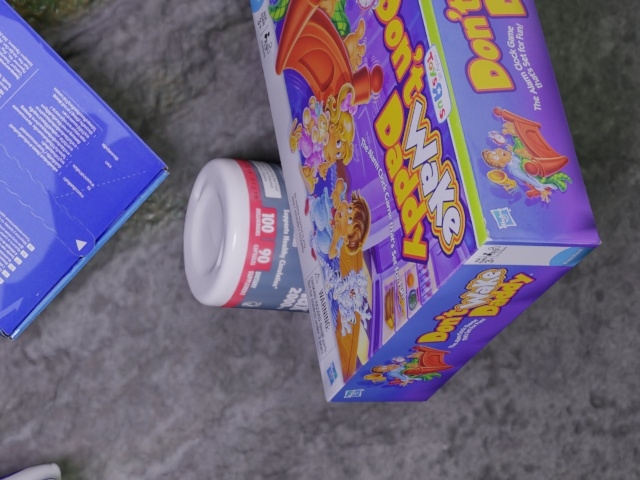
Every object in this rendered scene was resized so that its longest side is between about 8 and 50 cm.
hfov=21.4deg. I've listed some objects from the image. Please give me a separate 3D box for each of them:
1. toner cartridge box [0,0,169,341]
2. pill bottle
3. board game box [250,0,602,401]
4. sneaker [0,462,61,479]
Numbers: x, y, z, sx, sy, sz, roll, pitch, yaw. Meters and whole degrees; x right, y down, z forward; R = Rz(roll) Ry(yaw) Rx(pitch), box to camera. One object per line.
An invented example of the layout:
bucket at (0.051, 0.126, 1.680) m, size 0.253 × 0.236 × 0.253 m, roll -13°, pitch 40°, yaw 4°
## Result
toner cartridge box at (-0.281, -0.110, 1.128) m, size 0.165 × 0.075 × 0.348 m, roll -47°, pitch 109°, yaw -12°
pill bottle at (0.000, 0.000, 1.237) m, size 0.180 × 0.108 × 0.108 m, roll 4°, pitch 92°, yaw -23°
board game box at (0.052, -0.098, 1.105) m, size 0.078 × 0.233 × 0.347 m, roll 2°, pitch 61°, yaw -25°
sneaker at (-0.294, 0.193, 1.134) m, size 0.236 × 0.130 × 0.323 m, roll -39°, pitch 95°, yaw -34°
